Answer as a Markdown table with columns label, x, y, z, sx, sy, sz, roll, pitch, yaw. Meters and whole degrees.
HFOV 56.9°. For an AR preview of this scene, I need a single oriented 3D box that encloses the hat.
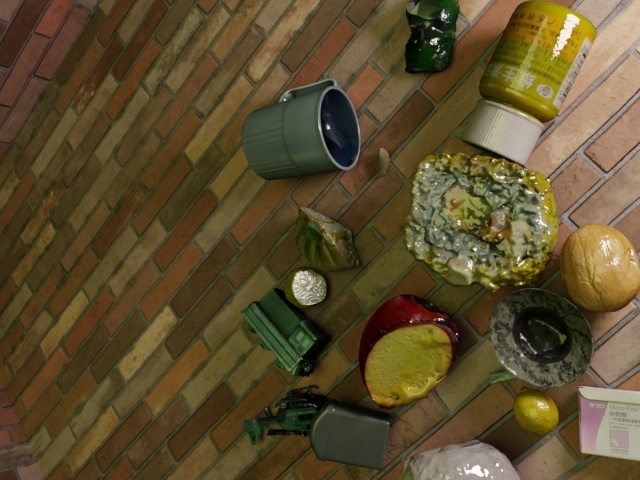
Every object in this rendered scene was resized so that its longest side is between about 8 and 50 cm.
| label | x | y | z | sx | sy | sz | roll | pitch | yaw |
| --- | --- | --- | --- | --- | --- | --- | --- | --- | --- |
| hat | 0.586 | 0.245 | 1.548 | 0.265 | 0.128 | 0.266 | 1 | 92 | 33 |

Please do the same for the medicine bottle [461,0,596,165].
| label | x | y | z | sx | sy | sz | roll | pitch | yaw |
| --- | --- | --- | --- | --- | --- | --- | --- | --- | --- |
| medicine bottle | 0.541 | -0.409 | 1.568 | 0.224 | 0.224 | 0.385 | 29 | 102 | 29 |

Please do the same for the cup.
| label | x | y | z | sx | sy | sz | roll | pitch | yaw |
| --- | --- | --- | --- | --- | --- | --- | --- | --- | --- |
| cup | -0.068 | -0.368 | 1.912 | 0.310 | 0.256 | 0.332 | -7 | 85 | 32 |

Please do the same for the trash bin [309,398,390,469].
| label | x | y | z | sx | sy | sz | roll | pitch | yaw |
| --- | --- | --- | --- | --- | --- | --- | --- | --- | --- |
| trash bin | 0.084 | 0.590 | 1.801 | 0.236 | 0.101 | 0.177 | 11 | 91 | 5 |

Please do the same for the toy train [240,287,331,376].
| label | x | y | z | sx | sy | sz | roll | pitch | yaw |
| --- | --- | --- | --- | --- | --- | --- | --- | --- | --- |
| toy train | -0.112 | 0.298 | 1.969 | 0.178 | 0.138 | 0.330 | -49 | 62 | 8 |

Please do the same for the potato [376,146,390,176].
| label | x | y | z | sx | sy | sz | roll | pitch | yaw |
| --- | --- | --- | --- | --- | --- | --- | --- | --- | --- |
| potato | 0.199 | -0.251 | 1.875 | 0.037 | 0.036 | 0.093 | 2 | 109 | -4 |

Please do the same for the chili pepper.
| label | x | y | z | sx | sy | sz | roll | pitch | yaw |
| --- | --- | --- | --- | --- | --- | --- | --- | --- | --- |
| chili pepper | 0.333 | -0.640 | 1.770 | 0.148 | 0.116 | 0.265 | 15 | 95 | 28 |

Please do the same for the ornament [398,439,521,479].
| label | x | y | z | sx | sy | sz | roll | pitch | yaw |
| --- | --- | --- | --- | --- | --- | --- | --- | --- | --- |
| ornament | 0.368 | 0.689 | 1.530 | 0.336 | 0.337 | 0.338 | -2 | 85 | 31 |

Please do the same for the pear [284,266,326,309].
| label | x | y | z | sx | sy | sz | roll | pitch | yaw |
| --- | --- | --- | --- | --- | --- | --- | --- | --- | --- |
| pear | -0.054 | 0.157 | 1.951 | 0.104 | 0.140 | 0.141 | 163 | 106 | -71 |

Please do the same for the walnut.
| label | x | y | z | sx | sy | sz | roll | pitch | yaw |
| --- | --- | --- | --- | --- | --- | --- | --- | --- | --- |
| walnut | 0.688 | 0.068 | 1.462 | 0.193 | 0.193 | 0.226 | -17 | 85 | 29 |

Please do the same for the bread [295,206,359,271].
| label | x | y | z | sx | sy | sz | roll | pitch | yaw |
| --- | --- | --- | --- | --- | --- | --- | --- | --- | --- |
| bread | 0.005 | 0.012 | 1.901 | 0.260 | 0.158 | 0.156 | 32 | 106 | 31 |

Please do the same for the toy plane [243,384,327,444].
| label | x | y | z | sx | sy | sz | roll | pitch | yaw |
| --- | --- | --- | --- | --- | --- | --- | --- | --- | --- |
| toy plane | -0.104 | 0.587 | 1.958 | 0.381 | 0.106 | 0.155 | -17 | 94 | 23 |

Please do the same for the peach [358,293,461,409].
| label | x | y | z | sx | sy | sz | roll | pitch | yaw |
| --- | --- | --- | --- | --- | --- | --- | --- | --- | --- |
| peach | 0.244 | 0.312 | 1.716 | 0.257 | 0.201 | 0.362 | 18 | 114 | -4 |

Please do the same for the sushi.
| label | x | y | z | sx | sy | sz | roll | pitch | yaw |
| --- | --- | --- | --- | --- | --- | --- | --- | --- | --- |
| sushi | 0.431 | -0.041 | 1.591 | 0.396 | 0.240 | 0.352 | 15 | 91 | 27 |

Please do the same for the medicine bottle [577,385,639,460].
| label | x | y | z | sx | sy | sz | roll | pitch | yaw |
| --- | --- | --- | --- | --- | --- | --- | --- | --- | --- |
| medicine bottle | 0.754 | 0.458 | 1.480 | 0.200 | 0.052 | 0.171 | -1 | 86 | 29 |

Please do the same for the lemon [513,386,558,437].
| label | x | y | z | sx | sy | sz | roll | pitch | yaw |
| --- | --- | --- | --- | --- | --- | --- | --- | --- | --- |
| lemon | 0.567 | 0.450 | 1.558 | 0.109 | 0.109 | 0.133 | -29 | 66 | 26 |

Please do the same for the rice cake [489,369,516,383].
| label | x | y | z | sx | sy | sz | roll | pitch | yaw |
| --- | --- | --- | --- | --- | --- | --- | --- | --- | --- |
| rice cake | 0.548 | 0.358 | 1.614 | 0.180 | 0.042 | 0.031 | -23 | 73 | 27 |
